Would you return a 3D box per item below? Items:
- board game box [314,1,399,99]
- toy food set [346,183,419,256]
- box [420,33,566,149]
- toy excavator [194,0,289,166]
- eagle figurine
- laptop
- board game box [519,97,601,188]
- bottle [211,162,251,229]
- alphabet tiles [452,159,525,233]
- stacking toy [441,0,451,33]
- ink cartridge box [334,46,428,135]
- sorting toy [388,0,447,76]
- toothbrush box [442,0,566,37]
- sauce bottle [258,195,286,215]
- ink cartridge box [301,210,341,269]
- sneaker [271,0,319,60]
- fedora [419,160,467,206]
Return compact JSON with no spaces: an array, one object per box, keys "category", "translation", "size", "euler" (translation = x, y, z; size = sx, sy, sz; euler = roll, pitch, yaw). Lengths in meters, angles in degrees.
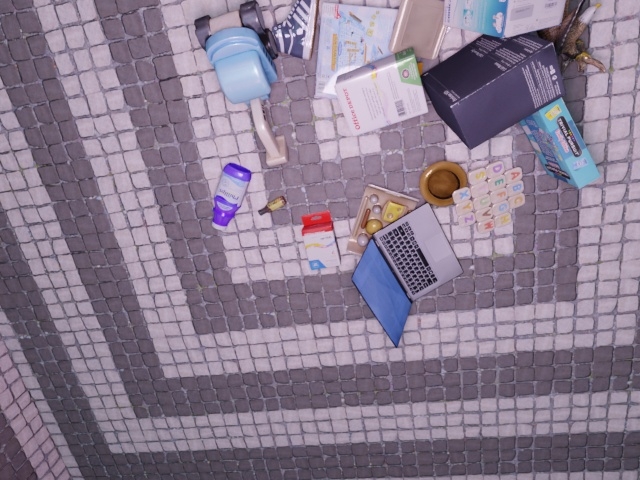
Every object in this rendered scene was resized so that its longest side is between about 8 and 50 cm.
[{"category":"board game box","translation":[0.150,-0.670,1.474],"size":[0.318,0.066,0.318],"euler":[8,111,3]},{"category":"toy food set","translation":[0.254,-0.062,1.674],"size":[0.220,0.092,0.306],"euler":[17,112,0]},{"category":"box","translation":[0.541,-0.511,1.328],"size":[0.313,0.343,0.179],"euler":[-29,124,16]},{"category":"toy excavator","translation":[-0.247,-0.531,1.468],"size":[0.223,0.433,0.444],"euler":[-11,81,10]},{"category":"eagle figurine","translation":[0.788,-0.686,1.300],"size":[0.298,0.226,0.225],"euler":[22,93,-38]},{"category":"laptop","translation":[0.363,0.135,1.603],"size":[0.408,0.236,0.381],"euler":[-31,114,6]},{"category":"board game box","translation":[0.808,-0.365,1.416],"size":[0.079,0.253,0.336],"euler":[-33,104,16]},{"category":"bottle","translation":[-0.385,-0.179,1.701],"size":[0.118,0.092,0.282],"euler":[24,111,-4]},{"category":"alphabet tiles","translation":[0.666,-0.165,1.591],"size":[0.278,0.021,0.284],"euler":[-21,117,3]},{"category":"stacking toy","translation":[0.440,-0.848,1.385],"size":[0.167,0.052,0.221],"euler":[38,109,-8]},{"category":"ink cartridge box","translation":[0.213,-0.513,1.413],"size":[0.278,0.117,0.201],"euler":[-14,126,18]},{"category":"sorting toy","translation":[0.335,-0.724,1.379],"size":[0.196,0.047,0.347],"euler":[-1,125,-23]},{"category":"toothbrush box","translation":[0.556,-0.728,1.247],"size":[0.217,0.295,0.126],"euler":[-18,127,-12]},{"category":"sauce bottle","translation":[-0.206,-0.144,1.721],"size":[0.128,0.042,0.042],"euler":[-27,105,13]},{"category":"ink cartridge box","translation":[0.000,0.000,1.733],"size":[0.134,0.078,0.230],"euler":[-11,108,10]},{"category":"sneaker","translation":[-0.088,-0.802,1.435],"size":[0.153,0.099,0.282],"euler":[10,114,1]},{"category":"fedora","translation":[0.476,-0.229,1.594],"size":[0.195,0.079,0.194],"euler":[-2,115,-3]}]
